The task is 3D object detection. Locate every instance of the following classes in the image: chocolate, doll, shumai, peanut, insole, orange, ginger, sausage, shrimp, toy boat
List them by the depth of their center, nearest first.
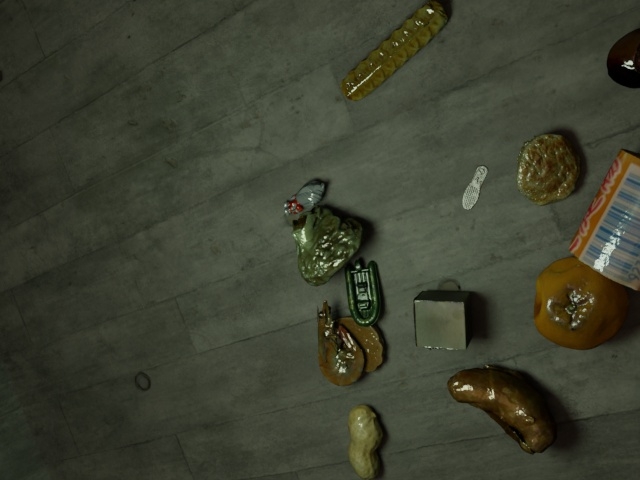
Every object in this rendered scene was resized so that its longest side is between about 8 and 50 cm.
[{"bbox_3d":[0.768,-0.446,1.490,0.127,0.124,0.133,39,81,14],"label":"chocolate"},{"bbox_3d":[0.772,-0.049,1.503,0.233,0.233,0.287,26,110,18],"label":"sausage"},{"bbox_3d":[0.675,0.169,1.615,0.249,0.183,0.248,5,103,25],"label":"orange"},{"bbox_3d":[0.438,-0.150,1.758,0.045,0.002,0.134,27,110,17],"label":"insole"},{"bbox_3d":[0.527,0.458,1.764,0.321,0.172,0.165,33,149,21],"label":"ginger"},{"bbox_3d":[0.001,0.001,1.885,0.256,0.189,0.218,-43,83,20],"label":"shumai"},{"bbox_3d":[0.132,0.163,1.920,0.104,0.052,0.210,-7,84,14],"label":"toy boat"},{"bbox_3d":[0.059,0.325,1.938,0.152,0.063,0.287,-1,106,24],"label":"shrimp"},{"bbox_3d":[-0.049,-0.135,1.945,0.180,0.079,0.093,-30,51,34],"label":"doll"},{"bbox_3d":[0.141,0.656,2.001,0.117,0.101,0.262,13,107,42],"label":"peanut"}]

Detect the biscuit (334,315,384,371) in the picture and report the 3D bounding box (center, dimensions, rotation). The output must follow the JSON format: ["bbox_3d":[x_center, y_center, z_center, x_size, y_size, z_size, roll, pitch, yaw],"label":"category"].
[{"bbox_3d":[0.106,0.325,1.978,0.208,0.049,0.180,-1,101,27],"label":"biscuit"}]

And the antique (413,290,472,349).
[{"bbox_3d":[0.355,0.225,1.791,0.152,0.148,0.146,0,101,24],"label":"antique"}]

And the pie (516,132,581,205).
[{"bbox_3d":[0.600,-0.186,1.638,0.163,0.079,0.193,14,106,13],"label":"pie"}]

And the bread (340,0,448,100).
[{"bbox_3d":[0.202,-0.528,1.750,0.368,0.084,0.077,-38,41,24],"label":"bread"}]
